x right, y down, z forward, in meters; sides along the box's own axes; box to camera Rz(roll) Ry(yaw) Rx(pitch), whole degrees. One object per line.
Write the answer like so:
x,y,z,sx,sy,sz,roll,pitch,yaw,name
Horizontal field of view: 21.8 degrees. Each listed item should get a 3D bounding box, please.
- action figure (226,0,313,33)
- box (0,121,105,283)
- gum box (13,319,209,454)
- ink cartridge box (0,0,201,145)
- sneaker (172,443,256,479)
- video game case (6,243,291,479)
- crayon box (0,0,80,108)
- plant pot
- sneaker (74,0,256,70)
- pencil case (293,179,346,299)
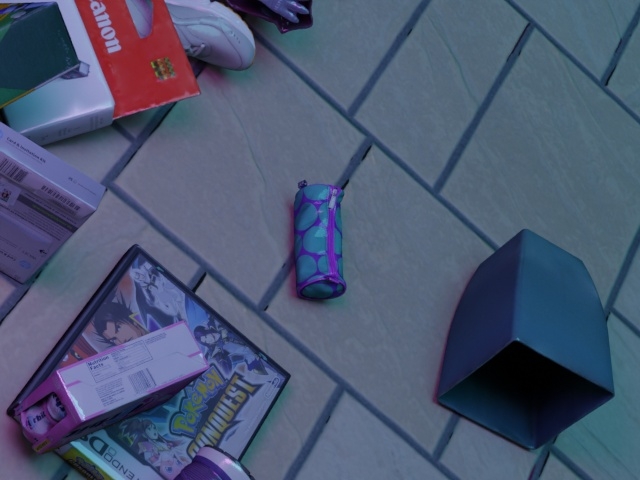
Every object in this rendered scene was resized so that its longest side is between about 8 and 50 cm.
-0.084,-0.425,2.252,0.276,0.248,0.370,0,34,3,action figure
-0.339,-0.040,1.807,0.145,0.186,0.038,32,47,-17,box
-0.226,0.159,1.779,0.188,0.107,0.062,-20,77,-42,gum box
-0.297,-0.266,1.996,0.239,0.060,0.275,-19,75,-14,ink cartridge box
-0.085,0.365,1.816,0.124,0.107,0.283,-45,110,-25,sneaker
-0.187,0.173,1.898,0.248,0.035,0.275,41,48,-9,video game case
-0.443,-0.156,1.758,0.323,0.203,0.083,-37,119,-36,crayon box
0.271,0.115,2.191,0.166,0.165,0.234,28,44,-21,plant pot
-0.211,-0.261,2.107,0.262,0.099,0.121,24,60,-14,sneaker
0.000,0.000,2.113,0.064,0.070,0.151,16,57,-29,pencil case
